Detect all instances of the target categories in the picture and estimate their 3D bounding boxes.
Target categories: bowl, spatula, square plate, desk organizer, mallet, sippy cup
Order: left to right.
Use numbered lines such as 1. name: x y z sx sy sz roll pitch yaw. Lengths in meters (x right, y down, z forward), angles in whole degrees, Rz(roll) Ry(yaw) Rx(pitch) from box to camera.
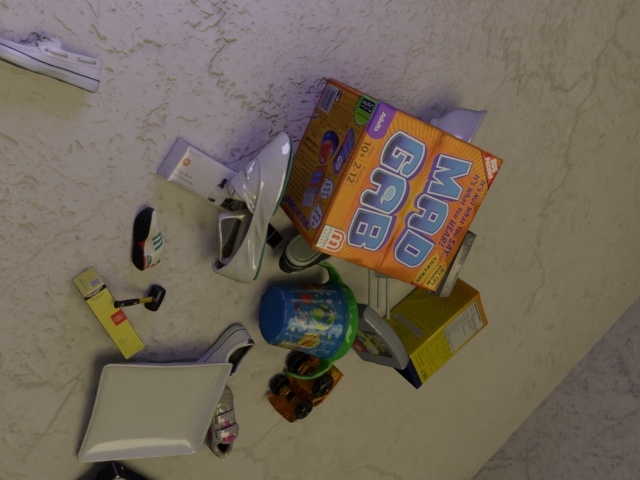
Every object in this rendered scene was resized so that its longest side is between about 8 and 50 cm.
1. mallet: -0.431 0.137 1.612 0.062 0.039 0.189 -61 165 1
2. square plate: -0.445 0.450 1.801 0.347 0.049 0.344 6 120 -32
3. desk organizer: -0.154 -0.034 1.778 0.047 0.050 0.130 -47 136 -5
4. sippy cup: -0.047 0.222 1.923 0.223 0.306 0.240 9 139 -31
5. spatula: 0.185 0.113 2.069 0.168 0.019 0.242 40 43 -50
6. bowl: 0.361 -0.268 1.960 0.298 0.134 0.298 -62 171 -17

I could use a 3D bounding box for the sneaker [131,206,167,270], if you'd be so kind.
1. sneaker: -0.400 -0.008 1.596 0.075 0.057 0.162 -18 127 -52

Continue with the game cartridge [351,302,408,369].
1. game cartridge: 0.154 0.301 2.113 0.294 0.196 0.060 53 53 -33

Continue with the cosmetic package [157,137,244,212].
1. cosmetic package: -0.263 -0.146 1.608 0.239 0.060 0.099 28 96 -46

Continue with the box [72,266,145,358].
1. box: -0.502 0.176 1.597 0.058 0.087 0.232 -34 132 -19

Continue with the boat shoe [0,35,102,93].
1. boat shoe: -0.517 -0.349 1.266 0.226 0.083 0.076 12 96 -56

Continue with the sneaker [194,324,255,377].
1. sneaker: -0.286 0.357 1.887 0.258 0.091 0.094 -53 137 3

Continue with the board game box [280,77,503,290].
1. board game box: 0.150 -0.147 1.671 0.356 0.356 0.357 20 104 -24

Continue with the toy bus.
1. toy bus: -0.033 0.466 2.152 0.220 0.149 0.211 -52 152 3

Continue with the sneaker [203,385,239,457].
1. sneaker: -0.288 0.539 1.989 0.102 0.111 0.253 -17 126 -31

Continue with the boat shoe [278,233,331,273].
1. boat shoe: 0.000 0.000 1.902 0.302 0.114 0.091 -24 166 -39

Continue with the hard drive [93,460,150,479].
1. hard drive: -0.575 0.773 1.906 0.236 0.064 0.339 -37 138 -4

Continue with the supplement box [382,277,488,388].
1. supplement box: 0.380 0.300 2.336 0.356 0.195 0.194 -39 135 -13

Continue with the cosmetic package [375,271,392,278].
1. cosmetic package: 0.263 0.019 2.030 0.151 0.151 0.184 -6 95 -50

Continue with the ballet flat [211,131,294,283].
1. ballet flat: -0.174 -0.072 1.609 0.139 0.139 0.401 -2 121 -39

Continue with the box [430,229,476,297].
1. box: 0.382 0.042 2.181 0.056 0.183 0.231 4 114 -41
